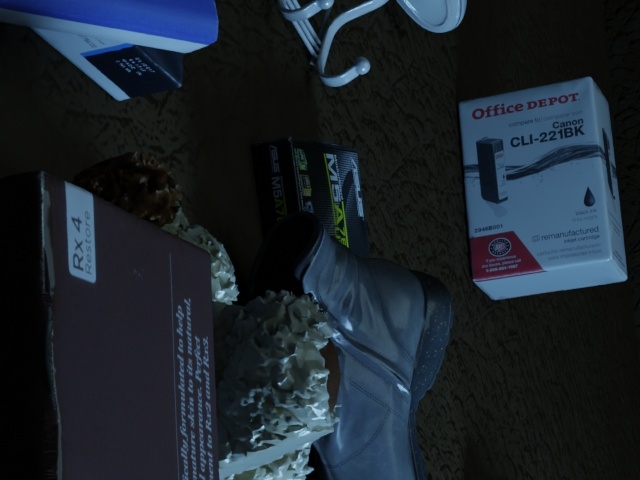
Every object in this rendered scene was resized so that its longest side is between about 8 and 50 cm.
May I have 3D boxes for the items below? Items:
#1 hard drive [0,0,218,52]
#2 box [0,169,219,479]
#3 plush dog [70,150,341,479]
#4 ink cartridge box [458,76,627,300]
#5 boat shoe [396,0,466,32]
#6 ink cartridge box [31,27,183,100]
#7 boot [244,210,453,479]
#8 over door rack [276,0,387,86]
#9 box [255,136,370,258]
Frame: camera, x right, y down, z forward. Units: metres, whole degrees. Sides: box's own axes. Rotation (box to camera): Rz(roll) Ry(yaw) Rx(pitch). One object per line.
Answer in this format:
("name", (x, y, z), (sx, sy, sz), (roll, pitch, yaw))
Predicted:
("hard drive", (-0.190, -0.238, 0.960), (0.318, 0.040, 0.210), (0, 77, -57))
("box", (-0.174, 0.081, 0.738), (0.167, 0.203, 0.168), (32, 52, -65))
("plush dog", (-0.115, 0.062, 1.010), (0.262, 0.210, 0.225), (106, -32, -69))
("ink cartridge box", (0.307, -0.072, 2.138), (0.114, 0.197, 0.273), (39, 45, -62))
("boat shoe", (0.100, -0.349, 1.853), (0.088, 0.096, 0.267), (-72, 145, -45))
("ink cartridge box", (-0.162, -0.288, 1.151), (0.165, 0.065, 0.333), (39, 44, -61))
("boot", (-0.004, 0.160, 1.332), (0.222, 0.118, 0.338), (21, 70, -49))
("over door rack", (0.006, -0.358, 1.577), (0.239, 0.108, 0.324), (56, 31, -51))
("box", (0.000, 0.000, 1.486), (0.184, 0.045, 0.191), (2, 80, -67))
